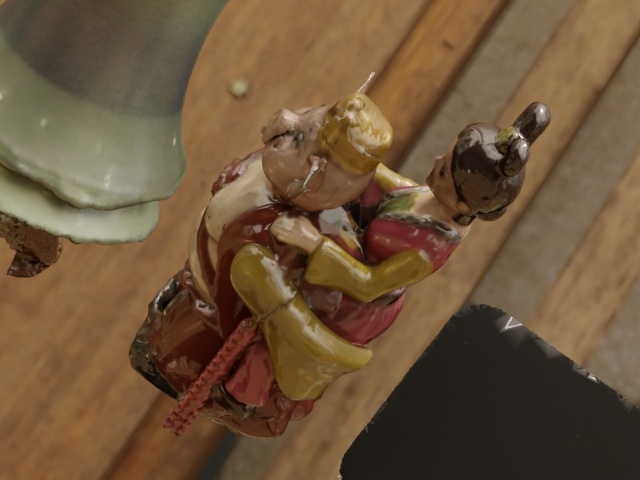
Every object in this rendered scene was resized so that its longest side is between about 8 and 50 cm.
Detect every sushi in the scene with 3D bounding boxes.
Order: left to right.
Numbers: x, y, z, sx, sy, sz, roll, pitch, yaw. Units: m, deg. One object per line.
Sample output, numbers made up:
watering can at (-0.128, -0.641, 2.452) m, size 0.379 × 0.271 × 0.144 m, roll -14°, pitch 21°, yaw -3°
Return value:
sushi at (-0.220, -0.024, 1.299) m, size 0.055 × 0.052 × 0.120 m, roll 6°, pitch -33°, yaw -6°

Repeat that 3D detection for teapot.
teapot at (-0.052, -0.126, 0.621) m, size 0.183 × 0.251 × 0.183 m, roll 27°, pitch 24°, yaw -13°

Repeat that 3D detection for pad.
pad at (0.200, 0.112, 1.151) m, size 0.250 × 0.323 × 0.055 m, roll 37°, pitch -24°, yaw 11°

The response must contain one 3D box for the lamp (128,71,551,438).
lamp at (0.000, 0.000, 0.805) m, size 0.118 × 0.118 × 0.253 m, roll 36°, pitch -41°, yaw -3°
